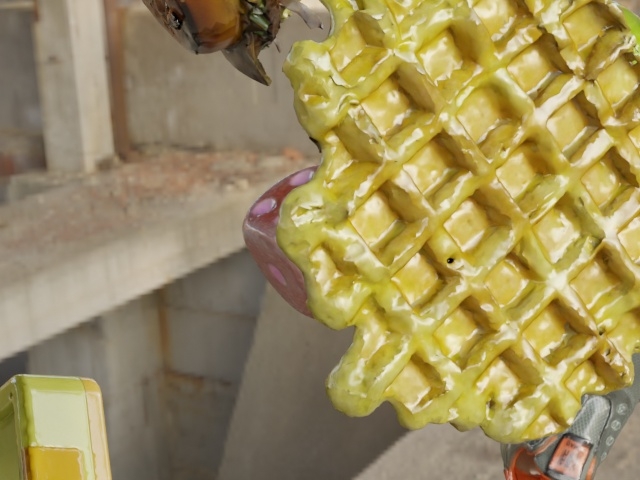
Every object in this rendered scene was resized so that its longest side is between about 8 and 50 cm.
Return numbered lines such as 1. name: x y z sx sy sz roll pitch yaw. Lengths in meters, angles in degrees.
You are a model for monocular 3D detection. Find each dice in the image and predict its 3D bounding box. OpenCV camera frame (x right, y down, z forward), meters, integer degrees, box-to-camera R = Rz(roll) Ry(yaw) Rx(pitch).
1. dice: 0.000 0.000 1.063 0.091 0.093 0.094 -38 29 -15

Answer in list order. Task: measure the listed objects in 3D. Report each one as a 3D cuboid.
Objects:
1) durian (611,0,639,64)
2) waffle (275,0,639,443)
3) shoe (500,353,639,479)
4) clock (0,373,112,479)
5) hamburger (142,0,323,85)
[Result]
1. durian: 0.362 -0.237 1.666 0.139 0.101 0.250 27 13 -24
2. waffle: 0.111 -0.036 0.792 0.307 0.312 0.060 -8 9 -27
3. shoe: 0.333 0.243 1.767 0.132 0.336 0.171 28 37 -3
4. clock: -0.261 0.237 1.264 0.096 0.202 0.143 10 -32 -37
5. hamburger: -0.079 -0.236 0.925 0.138 0.262 0.243 -32 -22 -8
